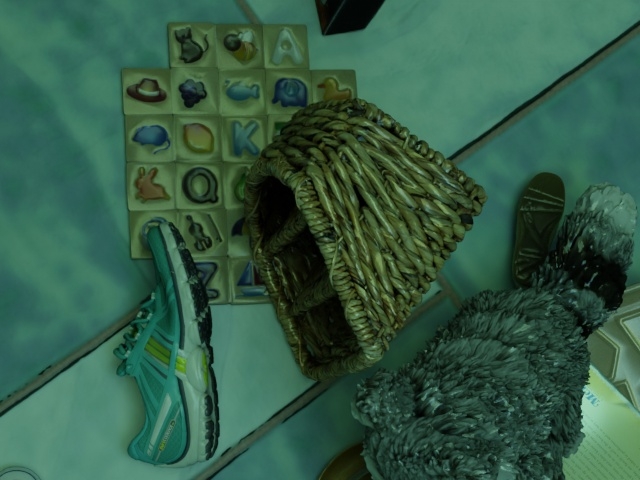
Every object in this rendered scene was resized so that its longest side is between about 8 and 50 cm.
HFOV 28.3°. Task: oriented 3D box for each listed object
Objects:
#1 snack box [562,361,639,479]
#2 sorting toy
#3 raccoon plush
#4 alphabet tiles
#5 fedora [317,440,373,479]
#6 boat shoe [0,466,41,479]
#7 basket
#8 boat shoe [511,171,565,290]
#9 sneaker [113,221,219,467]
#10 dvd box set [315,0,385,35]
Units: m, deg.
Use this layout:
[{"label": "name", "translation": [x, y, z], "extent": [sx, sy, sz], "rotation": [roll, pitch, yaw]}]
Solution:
[{"label": "snack box", "translation": [0.330, 0.289, 1.486], "extent": [0.187, 0.060, 0.322], "rotation": [-44, 91, 2]}, {"label": "sorting toy", "translation": [0.376, 0.163, 1.531], "extent": [0.193, 0.038, 0.208], "rotation": [-21, 89, 10]}, {"label": "raccoon plush", "translation": [0.176, 0.096, 1.329], "extent": [0.216, 0.299, 0.446], "rotation": [14, 78, 21]}, {"label": "alphabet tiles", "translation": [-0.089, -0.094, 1.510], "extent": [0.285, 0.011, 0.342], "rotation": [-2, 82, -13]}, {"label": "fedora", "translation": [0.077, 0.322, 1.442], "extent": [0.194, 0.079, 0.194], "rotation": [2, 81, -12]}, {"label": "boat shoe", "translation": [-0.325, 0.355, 1.348], "extent": [0.083, 0.076, 0.226], "rotation": [1, 80, -13]}, {"label": "basket", "translation": [0.000, 0.000, 1.353], "extent": [0.213, 0.299, 0.223], "rotation": [36, 76, -6]}, {"label": "boat shoe", "translation": [0.265, -0.010, 1.564], "extent": [0.056, 0.048, 0.153], "rotation": [11, 72, 2]}, {"label": "sneaker", "translation": [-0.177, 0.116, 1.408], "extent": [0.110, 0.107, 0.275], "rotation": [-4, 85, 2]}, {"label": "dvd box set", "translation": [0.012, -0.481, 1.445], "extent": [0.062, 0.307, 0.420], "rotation": [-11, 84, -13]}]
